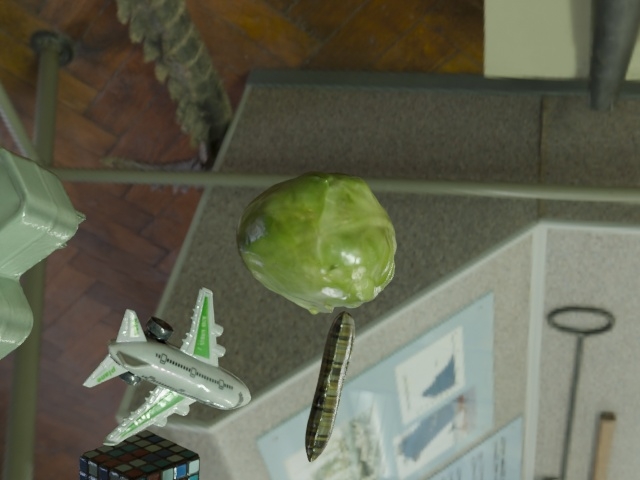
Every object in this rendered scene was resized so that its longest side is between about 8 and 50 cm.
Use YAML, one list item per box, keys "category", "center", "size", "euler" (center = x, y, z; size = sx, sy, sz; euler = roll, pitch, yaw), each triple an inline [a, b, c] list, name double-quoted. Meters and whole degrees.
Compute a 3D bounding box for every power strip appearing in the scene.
- category: "power strip"
  center: [-0.381, 0.020, 1.004]
  size: [0.261, 0.229, 0.141]
  euler: [-35, 159, 10]

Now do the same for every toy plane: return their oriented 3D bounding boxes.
- category: "toy plane"
  center: [-0.197, 0.177, 1.284]
  size: [0.255, 0.251, 0.101]
  euler: [28, -174, -42]

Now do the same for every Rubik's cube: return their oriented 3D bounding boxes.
- category: "Rubik's cube"
  center: [-0.375, 0.524, 1.921]
  size: [0.182, 0.187, 0.184]
  euler: [12, 106, 40]

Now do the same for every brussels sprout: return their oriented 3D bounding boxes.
- category: "brussels sprout"
  center: [0.000, 0.000, 1.773]
  size: [0.328, 0.247, 0.328]
  euler: [16, 166, 4]

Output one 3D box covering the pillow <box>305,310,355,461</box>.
- category: "pillow"
  center: [0.013, 0.196, 1.266]
  size: [0.038, 0.203, 0.113]
  euler: [13, 176, 5]
